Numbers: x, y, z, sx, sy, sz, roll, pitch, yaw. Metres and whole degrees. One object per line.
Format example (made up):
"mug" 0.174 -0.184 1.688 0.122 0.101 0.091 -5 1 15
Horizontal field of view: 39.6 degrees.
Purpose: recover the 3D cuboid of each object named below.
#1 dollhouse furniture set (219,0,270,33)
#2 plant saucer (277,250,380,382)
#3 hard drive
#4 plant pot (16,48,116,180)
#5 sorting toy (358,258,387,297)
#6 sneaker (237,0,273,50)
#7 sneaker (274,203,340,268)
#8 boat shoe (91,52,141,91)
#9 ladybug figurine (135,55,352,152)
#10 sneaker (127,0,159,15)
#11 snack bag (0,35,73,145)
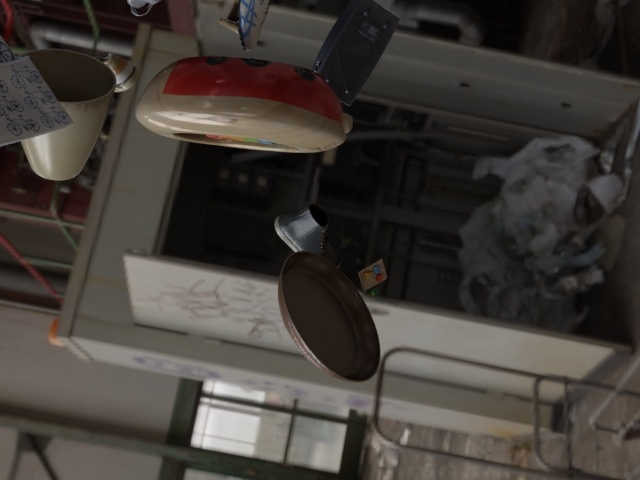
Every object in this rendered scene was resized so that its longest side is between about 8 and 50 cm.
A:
"dollhouse furniture set" -0.324 -0.755 2.450 0.362 0.394 0.256 43 112 57
"plant saucer" 0.011 0.167 1.880 0.050 0.310 0.310 -35 25 27
"hard drive" 0.080 -0.481 2.237 0.054 0.172 0.254 40 105 39
"plant pot" -0.652 -0.296 2.222 0.256 0.257 0.274 -81 5 -52
"sorting toy" 0.113 0.083 1.847 0.012 0.062 0.083 42 159 46
"sneaker" -0.122 -0.509 1.837 0.085 0.086 0.237 -75 -4 -78
"sneaker" 0.000 0.000 2.195 0.118 0.222 0.083 -22 43 36
"boat shoe" -0.652 -0.490 2.612 0.302 0.103 0.113 -5 50 43
"ladybug figurine" -0.151 -0.276 1.795 0.305 0.450 0.161 9 -92 -79
"sneaker" -0.438 -0.704 2.042 0.365 0.210 0.137 60 -154 -2
"snack bag" -0.688 -0.339 1.766 0.037 0.342 0.323 -35 2 27
